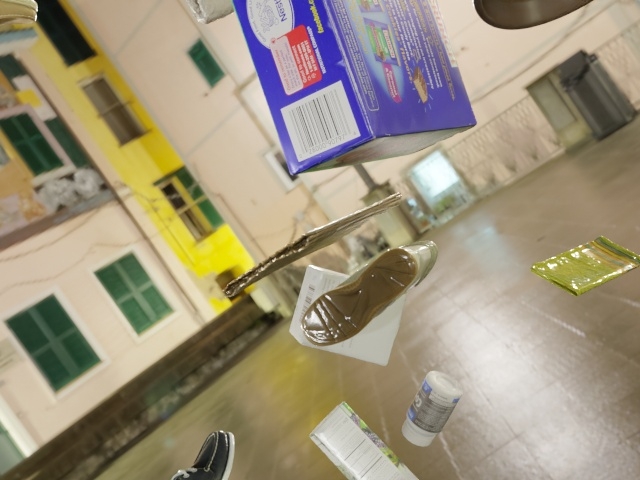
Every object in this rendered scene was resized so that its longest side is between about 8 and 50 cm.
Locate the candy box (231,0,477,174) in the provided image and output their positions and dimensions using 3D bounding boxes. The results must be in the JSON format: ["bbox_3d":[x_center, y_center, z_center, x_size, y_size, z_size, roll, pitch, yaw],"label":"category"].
[{"bbox_3d":[0.048,-0.234,0.909,0.122,0.268,0.317,-19,-1,34],"label":"candy box"}]

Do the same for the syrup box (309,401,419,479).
[{"bbox_3d":[0.092,0.455,1.570,0.096,0.237,0.093,-43,-9,-17],"label":"syrup box"}]

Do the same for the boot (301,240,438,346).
[{"bbox_3d":[0.080,0.077,1.159,0.213,0.077,0.165,-40,-8,22],"label":"boot"}]

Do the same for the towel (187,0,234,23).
[{"bbox_3d":[-0.183,-0.481,1.149,0.049,0.282,0.187,-8,24,38],"label":"towel"}]

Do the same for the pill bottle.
[{"bbox_3d":[0.217,0.332,1.495,0.137,0.078,0.078,-66,-10,21],"label":"pill bottle"}]

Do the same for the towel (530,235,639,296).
[{"bbox_3d":[0.487,0.043,1.376,0.237,0.102,0.021,-16,-55,-39],"label":"towel"}]

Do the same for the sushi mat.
[{"bbox_3d":[0.000,0.000,1.063,0.151,0.019,0.316,-32,-3,30],"label":"sushi mat"}]

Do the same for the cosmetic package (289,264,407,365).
[{"bbox_3d":[0.053,0.147,1.535,0.151,0.184,0.151,-167,94,-78],"label":"cosmetic package"}]

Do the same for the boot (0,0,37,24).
[{"bbox_3d":[-0.556,-0.282,1.184,0.262,0.203,0.095,-17,10,-43],"label":"boot"}]

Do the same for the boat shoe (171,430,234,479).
[{"bbox_3d":[-0.245,0.482,1.423,0.114,0.091,0.302,-45,21,41],"label":"boat shoe"}]

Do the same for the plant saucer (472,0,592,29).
[{"bbox_3d":[0.298,-0.353,0.882,0.278,0.041,0.278,-21,-19,-8],"label":"plant saucer"}]
